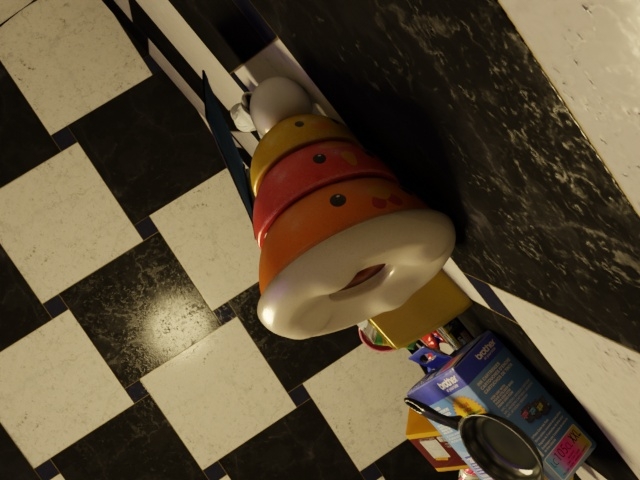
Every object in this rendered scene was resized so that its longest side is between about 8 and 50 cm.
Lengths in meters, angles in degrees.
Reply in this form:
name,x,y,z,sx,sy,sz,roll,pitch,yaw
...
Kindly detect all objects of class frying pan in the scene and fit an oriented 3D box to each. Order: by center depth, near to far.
name,x,y,z,sx,sy,sz,roll,pitch,yaw
frying pan,0.339,0.436,1.405,0.326,0.053,0.197,1,119,53

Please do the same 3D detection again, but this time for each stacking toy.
name,x,y,z,sx,sy,sz,roll,pitch,yaw
stacking toy,-0.018,-0.101,1.147,0.479,0.351,0.350,63,-178,24

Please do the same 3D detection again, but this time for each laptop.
name,x,y,z,sx,sy,sz,roll,pitch,yaw
laptop,-0.080,-0.175,1.443,0.408,0.236,0.382,10,-155,-16

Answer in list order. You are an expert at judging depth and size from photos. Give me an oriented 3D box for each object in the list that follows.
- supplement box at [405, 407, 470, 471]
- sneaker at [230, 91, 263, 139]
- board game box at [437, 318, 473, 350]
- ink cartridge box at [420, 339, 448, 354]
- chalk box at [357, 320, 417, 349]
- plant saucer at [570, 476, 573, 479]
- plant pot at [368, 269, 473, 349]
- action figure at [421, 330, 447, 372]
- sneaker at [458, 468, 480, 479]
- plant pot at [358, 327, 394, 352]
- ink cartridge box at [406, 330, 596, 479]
name,x,y,z,sx,sy,sz,roll,pitch,yaw
supplement box,0.365,0.511,1.762,0.194,0.191,0.129,51,-143,-30
sneaker,-0.173,-0.339,1.682,0.232,0.090,0.115,29,155,50
board game box,0.360,0.252,1.761,0.170,0.048,0.141,49,178,-13
ink cartridge box,0.418,0.407,2.101,0.225,0.056,0.181,28,-177,-21
chalk box,0.203,0.161,1.733,0.132,0.213,0.132,14,-166,-25
plant saucer,0.541,0.483,1.786,0.332,0.081,0.333,50,175,-32
plant pot,0.191,0.136,1.488,0.212,0.187,0.212,47,176,9
action figure,0.368,0.354,1.927,0.091,0.139,0.280,132,142,-54
sneaker,0.508,0.649,1.892,0.299,0.112,0.121,-1,-159,-33
plant pot,0.249,0.318,2.588,0.201,0.201,0.180,49,-169,-11
ink cartridge box,0.379,0.384,1.504,0.395,0.151,0.270,49,151,11
